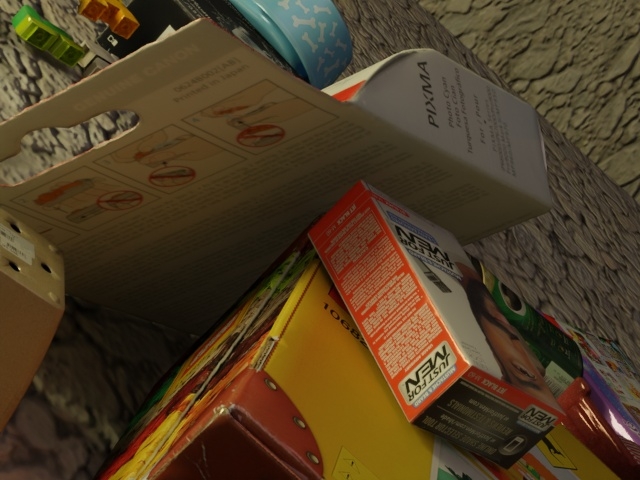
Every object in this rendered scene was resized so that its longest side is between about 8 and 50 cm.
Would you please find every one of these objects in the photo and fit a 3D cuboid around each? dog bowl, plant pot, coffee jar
[{"bbox_3d":[-0.079,-0.258,1.920,0.297,0.074,0.166,43,-19,28],"label":"dog bowl"},{"bbox_3d":[-0.206,0.036,1.050,0.109,0.096,0.109,36,19,-24],"label":"plant pot"},{"bbox_3d":[0.179,0.091,1.840,0.184,0.079,0.096,40,20,-16],"label":"coffee jar"}]

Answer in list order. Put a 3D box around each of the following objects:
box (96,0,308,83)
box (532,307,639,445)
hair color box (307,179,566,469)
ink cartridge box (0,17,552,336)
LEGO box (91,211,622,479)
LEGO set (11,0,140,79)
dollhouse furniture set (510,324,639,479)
[{"bbox_3d":[-0.112,-0.173,1.783,0.156,0.093,0.158,47,16,11],"label":"box"},{"bbox_3d":[0.335,0.211,1.950,0.201,0.057,0.293,23,27,-52],"label":"box"},{"bbox_3d":[0.066,0.047,1.054,0.093,0.053,0.167,29,24,-41],"label":"hair color box"},{"bbox_3d":[-0.072,-0.053,1.203,0.385,0.308,0.091,24,51,-49],"label":"ink cartridge box"},{"bbox_3d":[0.099,0.254,1.061,0.500,0.193,0.372,43,17,-4],"label":"LEGO box"},{"bbox_3d":[-0.240,-0.221,1.612,0.227,0.087,0.093,30,22,-42],"label":"LEGO set"},{"bbox_3d":[0.190,0.144,1.609,0.201,0.152,0.374,24,25,-48],"label":"dollhouse furniture set"}]
